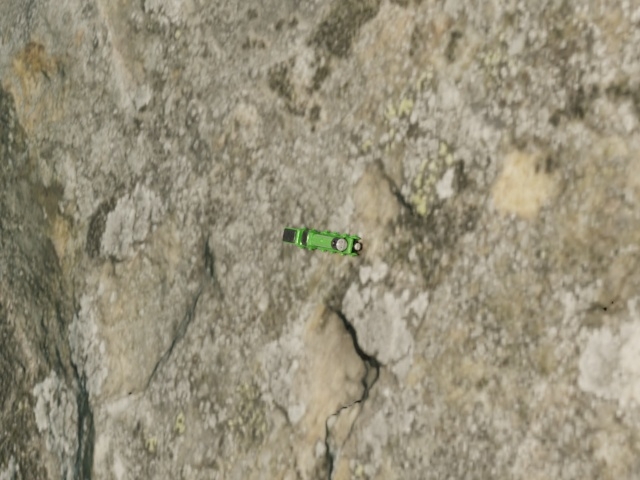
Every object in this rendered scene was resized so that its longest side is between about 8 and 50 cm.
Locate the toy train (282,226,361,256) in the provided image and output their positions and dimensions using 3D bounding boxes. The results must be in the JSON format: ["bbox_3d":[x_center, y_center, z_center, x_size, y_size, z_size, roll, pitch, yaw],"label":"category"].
[{"bbox_3d":[0.000,0.000,1.377,0.083,0.024,0.017,9,89,55],"label":"toy train"}]
